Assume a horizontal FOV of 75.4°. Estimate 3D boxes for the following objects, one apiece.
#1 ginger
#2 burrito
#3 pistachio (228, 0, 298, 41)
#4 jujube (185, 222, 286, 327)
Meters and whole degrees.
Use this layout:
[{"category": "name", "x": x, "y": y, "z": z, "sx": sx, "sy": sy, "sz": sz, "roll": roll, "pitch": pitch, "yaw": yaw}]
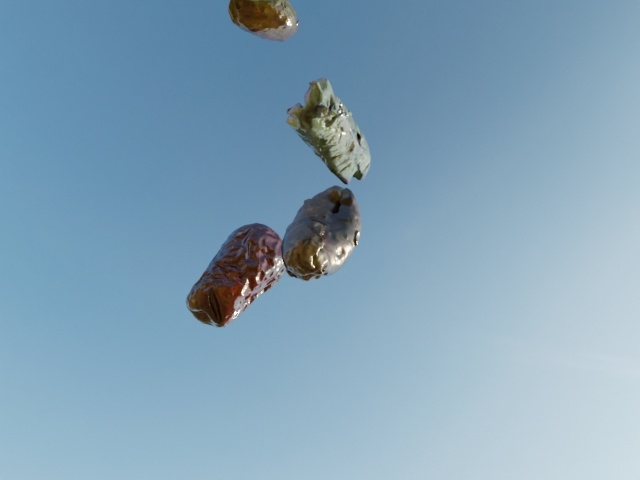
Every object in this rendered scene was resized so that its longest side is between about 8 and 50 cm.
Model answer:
[{"category": "ginger", "x": 0.000, "y": 0.000, "z": 0.956, "sx": 0.165, "sy": 0.321, "sz": 0.172, "roll": 22, "pitch": -54, "yaw": 4}, {"category": "burrito", "x": 0.033, "y": -0.174, "z": 0.735, "sx": 0.096, "sy": 0.066, "sz": 0.309, "roll": -39, "pitch": -22, "yaw": 8}, {"category": "pistachio", "x": -0.101, "y": -0.447, "z": 0.833, "sx": 0.049, "sy": 0.173, "sz": 0.089, "roll": 52, "pitch": -54, "yaw": 23}, {"category": "jujube", "x": -0.229, "y": 0.095, "z": 1.173, "sx": 0.216, "sy": 0.342, "sz": 0.216, "roll": 19, "pitch": -47, "yaw": 22}]
